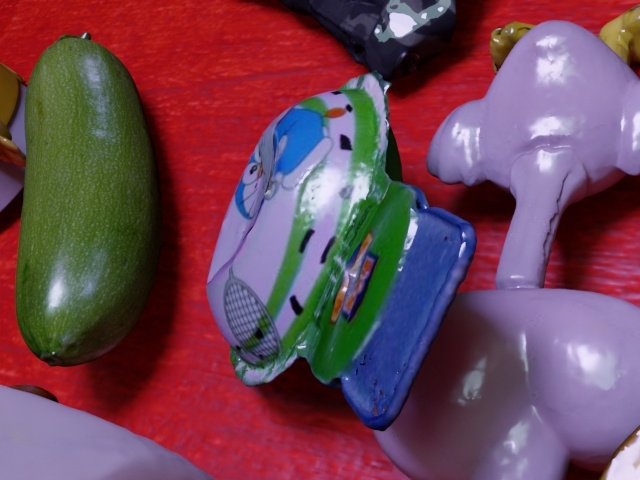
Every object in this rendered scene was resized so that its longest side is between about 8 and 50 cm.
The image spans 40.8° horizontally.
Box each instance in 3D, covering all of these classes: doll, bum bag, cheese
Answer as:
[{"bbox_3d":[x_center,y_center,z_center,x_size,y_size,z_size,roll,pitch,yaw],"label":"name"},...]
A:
[{"bbox_3d":[0.122,-0.001,0.470,0.160,0.094,0.365,-2,56,27],"label":"doll"},{"bbox_3d":[0.009,-0.247,0.729,0.144,0.095,0.340,-54,44,6],"label":"bum bag"},{"bbox_3d":[0.000,0.000,0.484,0.203,0.083,0.320,-66,18,6],"label":"cheese"}]

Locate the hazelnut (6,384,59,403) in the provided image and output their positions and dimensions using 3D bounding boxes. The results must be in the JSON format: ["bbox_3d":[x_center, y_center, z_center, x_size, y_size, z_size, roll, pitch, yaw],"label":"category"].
[{"bbox_3d":[-0.210,0.135,0.577,0.086,0.086,0.086,-16,50,20],"label":"hazelnut"}]

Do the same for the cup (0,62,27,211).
[{"bbox_3d":[-0.359,-0.120,0.760,0.241,0.226,0.185,8,61,44],"label":"cup"}]

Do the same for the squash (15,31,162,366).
[{"bbox_3d":[-0.184,-0.056,0.688,0.107,0.107,0.395,-28,43,10],"label":"squash"}]

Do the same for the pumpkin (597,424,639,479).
[{"bbox_3d":[0.247,0.123,0.258,0.317,0.139,0.221,-26,48,15],"label":"pumpkin"}]

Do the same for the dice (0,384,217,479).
[{"bbox_3d":[-0.197,0.236,0.359,0.304,0.277,0.304,-4,54,26],"label":"dice"}]
